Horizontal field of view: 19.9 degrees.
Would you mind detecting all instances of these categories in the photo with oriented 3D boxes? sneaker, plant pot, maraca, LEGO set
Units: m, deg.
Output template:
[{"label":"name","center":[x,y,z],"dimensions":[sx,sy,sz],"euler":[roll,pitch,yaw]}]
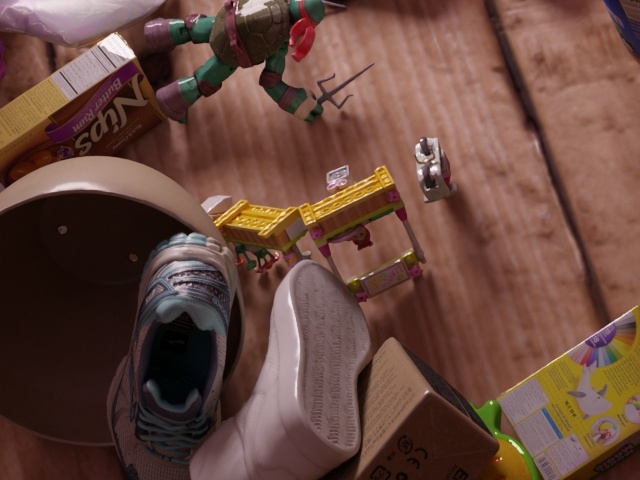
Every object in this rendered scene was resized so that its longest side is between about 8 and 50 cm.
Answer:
[{"label":"sneaker","center":[-0.046,0.141,1.622],"dimensions":[0.169,0.108,0.292],"euler":[-44,16,23]},{"label":"plant pot","center":[-0.212,0.030,1.765],"dimensions":[0.284,0.284,0.191],"euler":[-24,28,13]},{"label":"sneaker","center":[-0.141,0.139,1.649],"dimensions":[0.110,0.283,0.122],"euler":[6,30,-3]},{"label":"maraca","center":[0.140,0.222,1.596],"dimensions":[0.127,0.099,0.186],"euler":[-46,37,23]},{"label":"LEGO set","center":[0.000,0.000,1.779],"dimensions":[0.287,0.107,0.132],"euler":[-16,27,22]}]

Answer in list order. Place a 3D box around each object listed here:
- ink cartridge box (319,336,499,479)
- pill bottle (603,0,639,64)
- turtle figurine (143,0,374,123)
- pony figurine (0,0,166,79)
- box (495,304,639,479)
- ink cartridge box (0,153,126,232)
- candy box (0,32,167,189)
[{"label":"ink cartridge box","center":[0.035,0.216,1.574],"dimensions":[0.088,0.193,0.235],"euler":[37,94,-12]},{"label":"pill bottle","center":[0.313,-0.267,1.636],"dimensions":[0.152,0.272,0.152],"euler":[-10,63,20]},{"label":"turtle figurine","center":[-0.065,-0.209,1.877],"dimensions":[0.234,0.118,0.175],"euler":[-15,62,24]},{"label":"pony figurine","center":[-0.377,-0.283,1.928],"dimensions":[0.303,0.363,0.351],"euler":[18,52,37]},{"label":"box","center":[0.257,0.136,1.614],"dimensions":[0.179,0.043,0.105],"euler":[-35,58,9]},{"label":"ink cartridge box","center":[-0.327,-0.025,1.940],"dimensions":[0.189,0.066,0.232],"euler":[29,85,32]},{"label":"candy box","center":[-0.261,-0.121,1.901],"dimensions":[0.186,0.109,0.053],"euler":[-34,54,-8]}]
